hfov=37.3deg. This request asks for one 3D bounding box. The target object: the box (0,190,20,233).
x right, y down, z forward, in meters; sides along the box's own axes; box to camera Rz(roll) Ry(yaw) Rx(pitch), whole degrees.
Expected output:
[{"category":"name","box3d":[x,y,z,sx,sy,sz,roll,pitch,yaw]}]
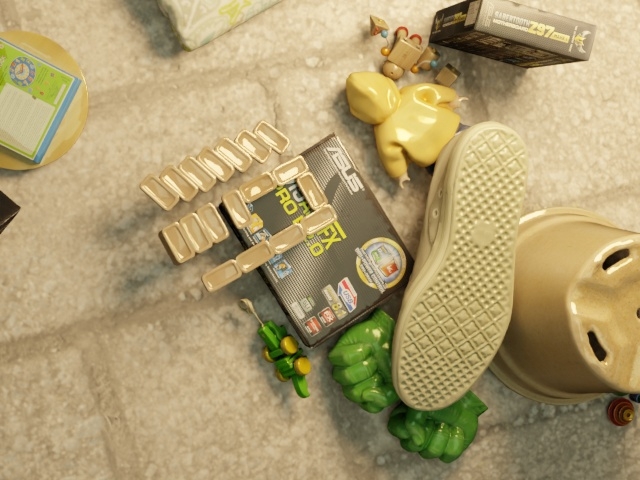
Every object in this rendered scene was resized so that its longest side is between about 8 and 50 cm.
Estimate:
[{"category":"box","box3d":[-0.651,0.023,1.234,0.293,0.212,0.395,42,106,-10]}]

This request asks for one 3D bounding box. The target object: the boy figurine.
[{"category":"boy figurine","box3d":[0.154,-0.170,1.508,0.285,0.092,0.177,29,96,-9]}]

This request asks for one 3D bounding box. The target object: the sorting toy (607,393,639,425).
[{"category":"sorting toy","box3d":[0.526,0.269,1.620,0.061,0.042,0.102,2,91,-11]}]

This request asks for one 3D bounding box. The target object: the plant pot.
[{"category":"plant pot","box3d":[0.429,0.106,1.449,0.333,0.305,0.334,0,88,-8]}]

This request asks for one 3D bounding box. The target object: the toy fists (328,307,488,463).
[{"category":"toy fists","box3d":[0.137,0.243,1.517,0.279,0.096,0.142,42,85,-11]}]

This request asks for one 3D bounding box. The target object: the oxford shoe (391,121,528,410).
[{"category":"oxford shoe","box3d":[0.209,0.040,1.447,0.169,0.130,0.450,10,97,-13]}]

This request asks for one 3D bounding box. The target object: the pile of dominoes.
[{"category":"pile of dominoes","box3d":[-0.126,-0.055,1.430,0.251,0.040,0.196,-30,93,-19]}]

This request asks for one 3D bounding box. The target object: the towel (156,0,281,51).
[{"category":"towel","box3d":[-0.162,-0.525,1.440,0.320,0.090,0.375,-32,97,-5]}]

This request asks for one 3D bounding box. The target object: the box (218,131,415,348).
[{"category":"box","box3d":[0.000,0.000,1.490,0.216,0.060,0.270,-32,95,-10]}]

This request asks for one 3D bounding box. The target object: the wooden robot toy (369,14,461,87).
[{"category":"wooden robot toy","box3d":[0.135,-0.289,1.526,0.173,0.076,0.079,29,121,-11]}]

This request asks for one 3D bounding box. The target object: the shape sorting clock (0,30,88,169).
[{"category":"shape sorting clock","box3d":[-0.450,-0.209,1.414,0.206,0.040,0.206,-1,95,-9]}]

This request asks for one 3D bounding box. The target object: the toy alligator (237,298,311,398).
[{"category":"toy alligator","box3d":[-0.062,0.161,1.500,0.190,0.056,0.051,58,40,-6]}]

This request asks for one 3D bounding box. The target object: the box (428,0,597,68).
[{"category":"box","box3d":[0.289,-0.317,1.457,0.183,0.232,0.059,13,95,-11]}]
